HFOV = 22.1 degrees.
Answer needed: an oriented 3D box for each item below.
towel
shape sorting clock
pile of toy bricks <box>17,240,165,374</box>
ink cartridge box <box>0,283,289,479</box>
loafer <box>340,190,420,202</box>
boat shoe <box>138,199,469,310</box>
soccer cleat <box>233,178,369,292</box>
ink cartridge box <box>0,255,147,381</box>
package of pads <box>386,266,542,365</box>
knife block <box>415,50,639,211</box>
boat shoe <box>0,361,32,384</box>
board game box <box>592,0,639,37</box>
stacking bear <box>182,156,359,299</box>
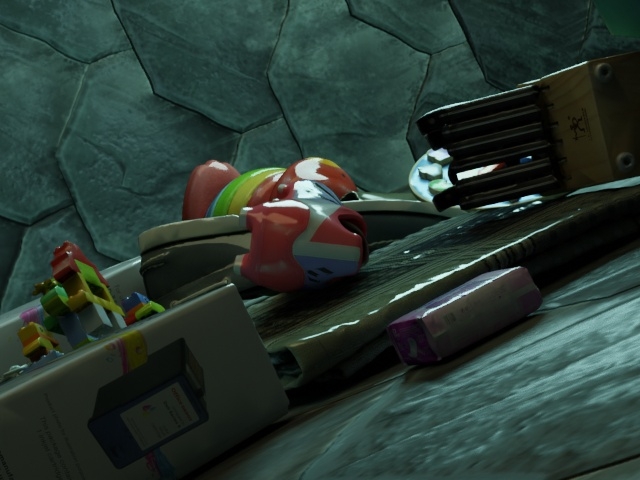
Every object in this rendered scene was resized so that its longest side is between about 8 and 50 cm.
[{"bbox_3d":[0.057,0.044,1.198,0.324,0.056,0.312,-23,5,-23],"label":"towel"},{"bbox_3d":[0.195,-0.081,1.737,0.206,0.040,0.206,-8,30,5],"label":"shape sorting clock"},{"bbox_3d":[-0.185,0.066,1.300,0.118,0.105,0.212,-34,-22,9],"label":"pile of toy bricks"},{"bbox_3d":[-0.148,0.116,0.973,0.212,0.093,0.154,-24,2,-41],"label":"ink cartridge box"},{"bbox_3d":[0.065,-0.019,1.756,0.251,0.087,0.094,-26,3,-29],"label":"loafer"},{"bbox_3d":[-0.013,0.026,1.537,0.319,0.099,0.116,-6,-15,7],"label":"boat shoe"},{"bbox_3d":[0.000,0.000,1.251,0.095,0.083,0.248,9,5,9],"label":"soccer cleat"},{"bbox_3d":[-0.278,0.124,1.605,0.353,0.119,0.207,-27,5,-36],"label":"ink cartridge box"},{"bbox_3d":[0.086,0.045,0.977,0.083,0.032,0.050,-25,2,-27],"label":"package of pads"},{"bbox_3d":[0.221,-0.090,1.257,0.275,0.088,0.242,-13,1,-15],"label":"knife block"},{"bbox_3d":[-0.231,0.135,1.410,0.254,0.079,0.095,-25,4,-30],"label":"boat shoe"},{"bbox_3d":[0.375,-0.234,1.083,0.336,0.079,0.254,15,60,47],"label":"board game box"},{"bbox_3d":[-0.043,-0.020,1.921,0.175,0.164,0.289,20,-14,-20],"label":"stacking bear"}]
